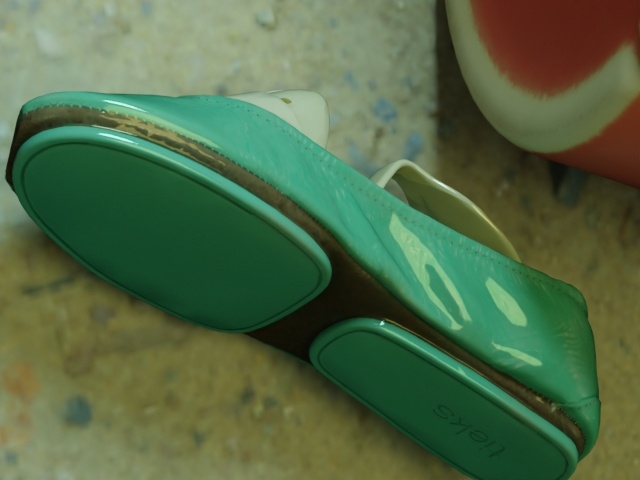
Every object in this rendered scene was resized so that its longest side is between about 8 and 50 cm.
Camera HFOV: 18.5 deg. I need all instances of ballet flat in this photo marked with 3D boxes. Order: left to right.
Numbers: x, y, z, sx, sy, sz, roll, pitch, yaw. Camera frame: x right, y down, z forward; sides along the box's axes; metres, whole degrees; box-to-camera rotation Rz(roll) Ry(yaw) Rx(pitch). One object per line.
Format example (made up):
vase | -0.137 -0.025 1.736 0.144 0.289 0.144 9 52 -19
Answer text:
ballet flat | 0.000 0.000 0.675 0.247 0.083 0.087 32 47 -27

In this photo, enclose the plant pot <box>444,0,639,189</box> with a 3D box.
plant pot | 0.191 -0.115 0.700 0.243 0.275 0.275 4 85 -22
